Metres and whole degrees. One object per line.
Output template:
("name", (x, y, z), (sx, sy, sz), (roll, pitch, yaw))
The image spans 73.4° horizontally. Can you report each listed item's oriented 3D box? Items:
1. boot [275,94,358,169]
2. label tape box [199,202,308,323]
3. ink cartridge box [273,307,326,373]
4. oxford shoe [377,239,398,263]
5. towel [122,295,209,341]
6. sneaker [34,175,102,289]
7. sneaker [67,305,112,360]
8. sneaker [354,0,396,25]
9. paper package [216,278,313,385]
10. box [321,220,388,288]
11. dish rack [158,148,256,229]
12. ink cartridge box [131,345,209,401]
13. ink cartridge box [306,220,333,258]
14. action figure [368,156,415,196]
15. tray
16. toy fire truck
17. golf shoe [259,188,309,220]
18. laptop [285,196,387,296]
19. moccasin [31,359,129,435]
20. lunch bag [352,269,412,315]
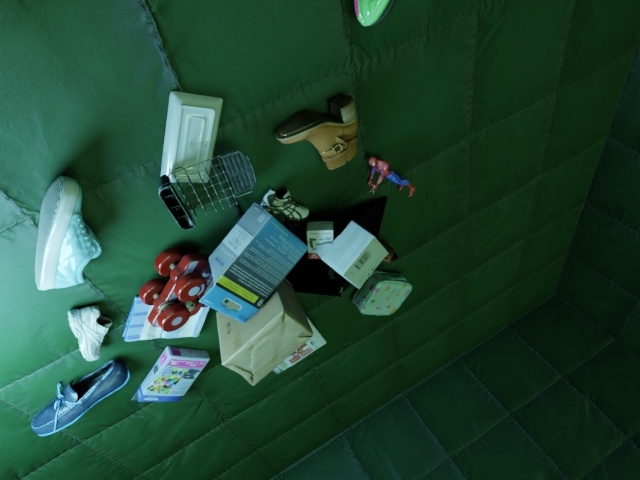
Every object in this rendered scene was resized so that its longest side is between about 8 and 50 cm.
("boot", (0.002, -0.322, 1.399), (0.284, 0.109, 0.220), (-33, 143, -17))
("label tape box", (-0.235, 0.083, 1.437), (0.347, 0.115, 0.249), (-50, 141, -3))
("ink cartridge box", (-0.160, 0.420, 1.899), (0.272, 0.130, 0.309), (-33, 138, -4))
("oxford shoe", (0.258, 0.052, 1.837), (0.271, 0.099, 0.096), (-4, 119, -59))
("towel", (-0.553, 0.284, 1.573), (0.285, 0.034, 0.209), (7, 121, -39))
("sneaker", (-0.670, -0.018, 1.167), (0.150, 0.135, 0.365), (-2, 136, -44))
("sneaker", (-0.743, 0.308, 1.420), (0.116, 0.090, 0.232), (-18, 135, -27))
("sneaker", (0.257, -0.776, 1.107), (0.203, 0.185, 0.482), (15, 117, -38))
("paper package", (-0.221, 0.307, 1.596), (0.309, 0.324, 0.168), (-42, 121, 4))
("box", (0.128, 0.055, 1.575), (0.181, 0.119, 0.182), (-51, 147, -1))
("dish rack", (-0.324, -0.155, 1.278), (0.272, 0.074, 0.208), (-22, 150, -8))
("ink cartridge box", (-0.615, 0.569, 1.762), (0.186, 0.065, 0.311), (22, 113, -44))
("ink cartridge box", (0.000, 0.000, 1.585), (0.100, 0.056, 0.135), (-2, 128, 2))
("action figure", (0.247, -0.222, 1.651), (0.280, 0.091, 0.139), (31, 96, -47))
("tray", (-0.364, -0.278, 1.217), (0.145, 0.030, 0.270), (-4, 128, -34))
("toy fire truck", (-0.441, 0.168, 1.460), (0.254, 0.169, 0.302), (8, 119, -56))
("golf shoe", (-0.109, -0.127, 1.495), (0.198, 0.077, 0.093), (7, 121, -40))
("laptop", (0.054, 0.015, 1.781), (0.409, 0.236, 0.381), (6, 127, -4))
("moccasin", (-0.862, 0.535, 1.524), (0.342, 0.138, 0.116), (-37, 136, -23))
("lunch bag", (0.307, 0.254, 2.102), (0.279, 0.108, 0.223), (10, 117, -41))
